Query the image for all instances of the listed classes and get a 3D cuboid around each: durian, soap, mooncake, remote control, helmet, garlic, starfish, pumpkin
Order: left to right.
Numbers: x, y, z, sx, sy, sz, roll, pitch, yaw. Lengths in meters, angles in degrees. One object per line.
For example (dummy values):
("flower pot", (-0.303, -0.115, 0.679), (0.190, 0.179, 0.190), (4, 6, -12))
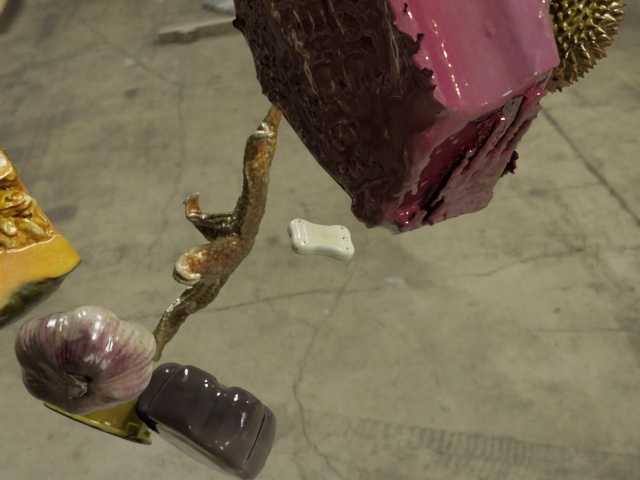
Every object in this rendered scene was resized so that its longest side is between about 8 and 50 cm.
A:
("pumpkin", (-0.570, -0.009, 1.588), (0.225, 0.303, 0.256), (-34, 16, -18))
("garlic", (-0.274, 0.142, 1.084), (0.159, 0.147, 0.102), (10, 41, -8))
("helmet", (-0.377, 0.275, 1.704), (0.205, 0.140, 0.257), (21, -9, 1))
("mooncake", (-0.191, 0.305, 1.592), (0.245, 0.245, 0.133), (15, 69, 34))
("starfish", (-0.128, -0.014, 1.203), (0.094, 0.375, 0.327), (27, -8, -12))
("remote control", (0.000, 0.000, 1.668), (0.122, 0.032, 0.074), (10, 46, -25))
("soap", (0.030, -0.147, 0.536), (0.112, 0.289, 0.182), (-21, 3, -24))
("durian", (0.410, -0.450, 1.812), (0.347, 0.384, 0.348), (16, 54, -23))
